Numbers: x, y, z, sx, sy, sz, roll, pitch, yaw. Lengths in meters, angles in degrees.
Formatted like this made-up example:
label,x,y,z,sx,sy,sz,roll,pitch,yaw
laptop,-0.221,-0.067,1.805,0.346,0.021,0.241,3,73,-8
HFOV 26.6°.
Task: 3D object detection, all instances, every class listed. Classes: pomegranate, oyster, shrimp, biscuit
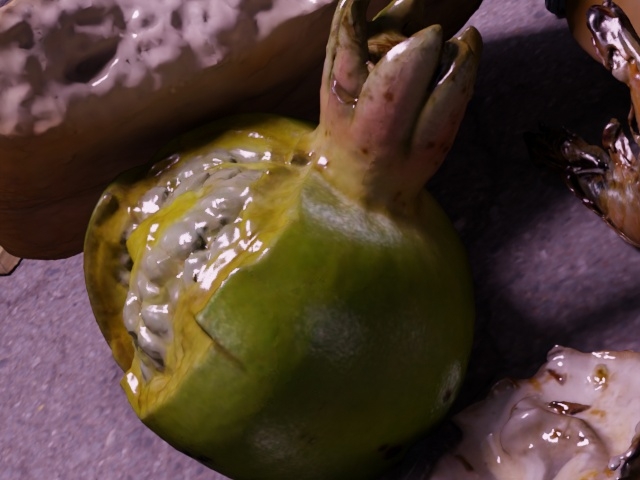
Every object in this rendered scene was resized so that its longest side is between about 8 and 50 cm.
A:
label,x,y,z,sx,sy,sz,roll,pitch,yaw
pomegranate,0.000,0.000,0.775,0.302,0.236,0.236,-58,25,21
oyster,0.056,0.173,0.676,0.345,0.078,0.129,-43,37,-22
shrimp,0.168,-0.080,0.828,0.035,0.148,0.195,-21,27,-11
biscuit,-0.053,-0.109,0.936,0.429,0.104,0.446,-30,-9,-23

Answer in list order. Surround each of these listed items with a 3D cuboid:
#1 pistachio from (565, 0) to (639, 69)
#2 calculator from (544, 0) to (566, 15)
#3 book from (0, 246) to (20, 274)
label,x,y,z,sx,sy,sz,roll,pitch,yaw
pistachio,0.283,-0.184,0.834,0.260,0.163,0.213,-3,64,26
calculator,0.188,-0.221,0.988,0.057,0.172,0.018,-43,70,-8
book,-0.311,-0.056,1.403,0.161,0.026,0.231,-6,44,44
